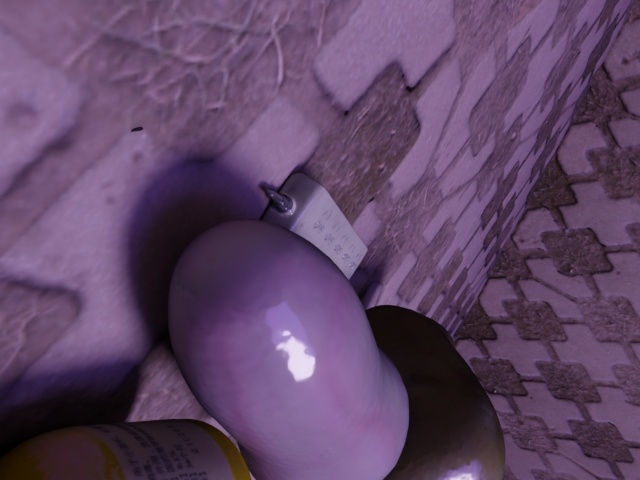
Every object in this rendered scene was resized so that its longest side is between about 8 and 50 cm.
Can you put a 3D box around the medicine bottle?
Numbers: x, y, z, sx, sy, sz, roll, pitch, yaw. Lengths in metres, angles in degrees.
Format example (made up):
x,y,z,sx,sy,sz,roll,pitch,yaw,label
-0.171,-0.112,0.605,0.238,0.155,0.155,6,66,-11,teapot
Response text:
x,y,z,sx,sy,sz,roll,pitch,yaw,label
-0.143,0.164,0.300,0.213,0.122,0.121,21,100,-55,medicine bottle

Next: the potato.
x,y,z,sx,sy,sz,roll,pitch,yaw,label
0.078,0.219,0.674,0.243,0.221,0.326,-41,-161,9,potato

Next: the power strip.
x,y,z,sx,sy,sz,roll,pitch,yaw,label
0.000,0.000,0.517,0.060,0.027,0.252,-57,159,-5,power strip

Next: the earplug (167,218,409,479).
x,y,z,sx,sy,sz,roll,pitch,yaw,label
-0.029,0.088,0.424,0.172,0.172,0.301,-50,150,-20,earplug
